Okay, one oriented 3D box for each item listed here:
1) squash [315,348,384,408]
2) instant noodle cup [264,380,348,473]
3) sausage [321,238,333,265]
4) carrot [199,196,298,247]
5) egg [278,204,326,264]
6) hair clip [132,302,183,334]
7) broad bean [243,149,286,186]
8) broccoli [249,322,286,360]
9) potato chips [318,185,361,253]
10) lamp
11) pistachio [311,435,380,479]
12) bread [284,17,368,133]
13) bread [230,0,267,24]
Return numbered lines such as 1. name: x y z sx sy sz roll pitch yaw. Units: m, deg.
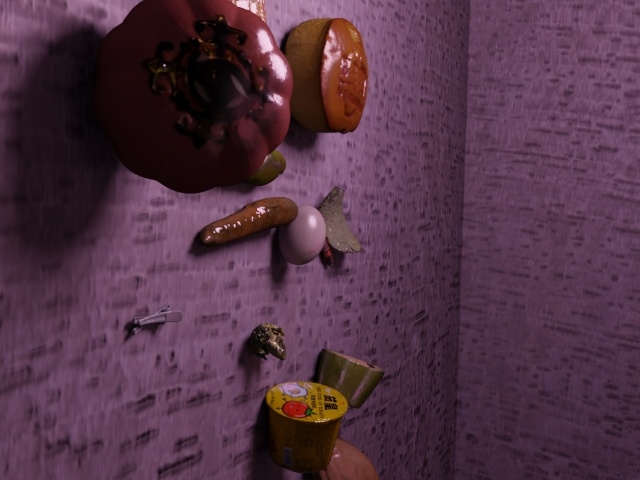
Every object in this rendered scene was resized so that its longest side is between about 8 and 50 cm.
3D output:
1. squash: 0.064 0.340 2.112 0.123 0.170 0.170 -67 153 -11
2. instant noodle cup: -0.038 0.413 1.871 0.182 0.182 0.144 -30 130 -63
3. sausage: 0.000 0.000 2.062 0.028 0.025 0.198 -52 143 -21
4. carrot: -0.141 -0.040 1.680 0.342 0.070 0.070 -23 115 -62
5. egg: -0.040 -0.012 1.865 0.103 0.103 0.135 38 60 -63
6. hair clip: -0.274 0.131 1.426 0.115 0.039 0.030 -18 105 -63
7. broad bean: -0.139 -0.146 1.658 0.325 0.067 0.075 -1 86 -69
8. broccoli: -0.104 0.211 1.772 0.095 0.092 0.097 -32 142 -47
9. potato chips: 0.048 -0.056 2.130 0.167 0.059 0.228 -70 148 -46
10. lamp: -0.195 -0.222 1.295 0.239 0.305 0.306 -178 -92 -68
11. pistachio: 0.058 0.591 2.144 0.213 0.162 0.261 -84 155 -67
12. bread: 0.019 -0.362 1.891 0.270 0.147 0.270 4 90 -66
13. bread: -0.167 -0.393 1.485 0.190 0.122 0.244 -48 135 -53
